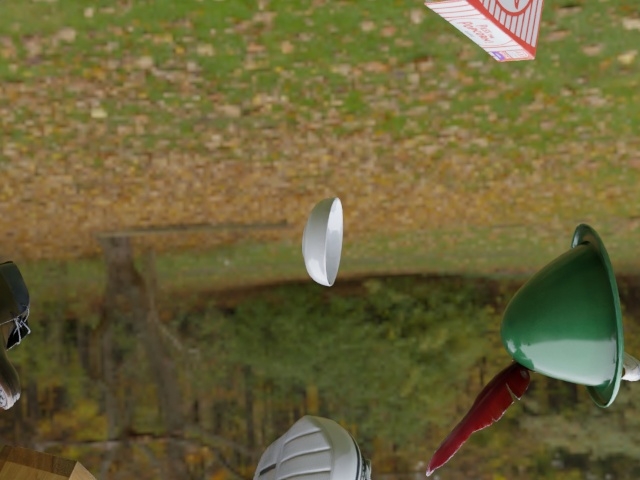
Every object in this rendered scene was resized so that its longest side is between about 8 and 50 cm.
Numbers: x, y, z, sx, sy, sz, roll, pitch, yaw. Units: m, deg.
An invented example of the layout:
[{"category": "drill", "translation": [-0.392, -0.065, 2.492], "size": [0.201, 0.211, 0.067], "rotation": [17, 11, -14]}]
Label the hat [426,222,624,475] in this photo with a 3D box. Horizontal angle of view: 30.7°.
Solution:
[{"category": "hat", "translation": [0.175, 0.083, 1.099], "size": [0.184, 0.172, 0.208], "rotation": [-5, -157, 0]}]

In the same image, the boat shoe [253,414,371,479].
[{"category": "boat shoe", "translation": [0.009, 0.287, 1.433], "size": [0.119, 0.121, 0.335], "rotation": [16, 166, -12]}]

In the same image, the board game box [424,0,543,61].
[{"category": "board game box", "translation": [0.171, -0.291, 1.134], "size": [0.045, 0.193, 0.147], "rotation": [3, 168, 38]}]

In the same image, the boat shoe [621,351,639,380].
[{"category": "boat shoe", "translation": [0.340, 0.140, 1.403], "size": [0.035, 0.035, 0.100], "rotation": [2, -157, -36]}]

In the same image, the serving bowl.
[{"category": "serving bowl", "translation": [0.000, 0.000, 1.090], "size": [0.027, 0.083, 0.083], "rotation": [5, 177, 10]}]

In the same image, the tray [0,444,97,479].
[{"category": "tray", "translation": [-0.178, 0.349, 0.940], "size": [0.076, 0.202, 0.411], "rotation": [8, 148, 24]}]

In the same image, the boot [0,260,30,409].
[{"category": "boot", "translation": [-0.371, 0.099, 1.361], "size": [0.106, 0.219, 0.082], "rotation": [-18, 141, -32]}]
